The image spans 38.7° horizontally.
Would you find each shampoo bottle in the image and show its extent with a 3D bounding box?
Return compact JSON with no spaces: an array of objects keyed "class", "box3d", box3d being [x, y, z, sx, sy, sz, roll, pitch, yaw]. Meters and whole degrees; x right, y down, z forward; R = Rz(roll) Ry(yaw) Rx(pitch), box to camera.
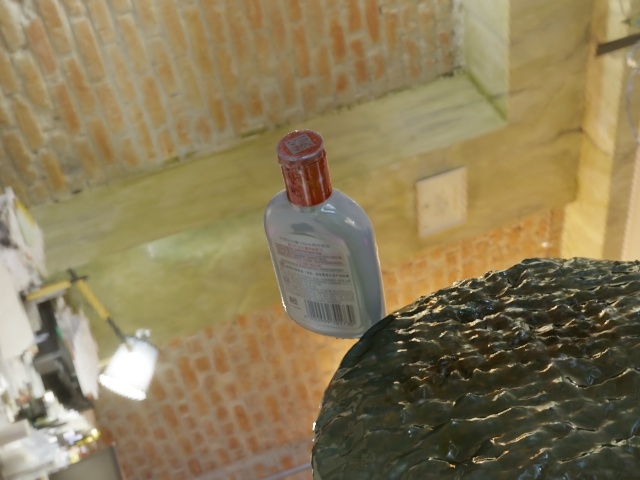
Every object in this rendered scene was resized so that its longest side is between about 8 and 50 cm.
[{"class":"shampoo bottle","box3d":[0.000,0.000,0.825,0.221,0.108,0.051,78,32,-42]}]

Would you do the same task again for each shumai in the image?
[{"class":"shumai","box3d":[0.188,0.213,0.752,0.397,0.324,0.323,-54,135,-58]}]
